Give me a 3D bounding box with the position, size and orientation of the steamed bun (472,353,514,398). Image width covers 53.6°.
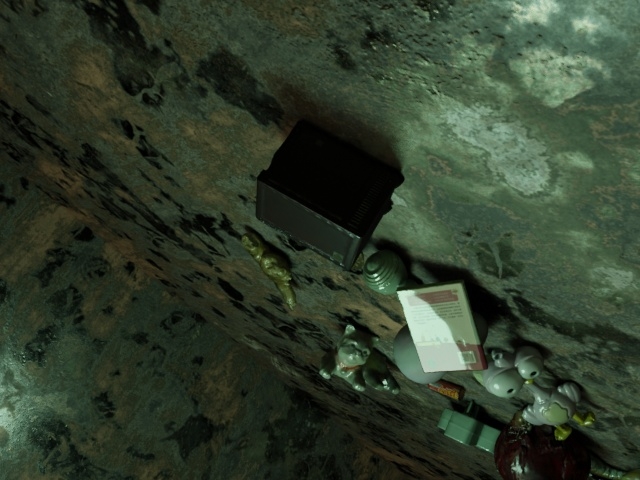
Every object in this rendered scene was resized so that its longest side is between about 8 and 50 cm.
[{"bbox_3d":[0.469,0.351,1.678,0.130,0.091,0.112,36,166,-9],"label":"steamed bun"}]

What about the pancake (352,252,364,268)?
[{"bbox_3d":[0.000,0.001,1.559,0.250,0.031,0.250,28,166,8],"label":"pancake"}]

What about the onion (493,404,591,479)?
[{"bbox_3d":[0.658,0.641,1.878,0.280,0.281,0.221,27,-160,15],"label":"onion"}]

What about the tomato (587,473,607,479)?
[{"bbox_3d":[0.844,0.851,2.066,0.334,0.176,0.289,13,162,42],"label":"tomato"}]

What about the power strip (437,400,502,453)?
[{"bbox_3d":[0.526,0.637,2.186,0.229,0.141,0.261,17,167,35],"label":"power strip"}]

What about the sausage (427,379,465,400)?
[{"bbox_3d":[0.407,0.485,2.099,0.145,0.048,0.050,14,146,43],"label":"sausage"}]

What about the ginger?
[{"bbox_3d":[-0.140,0.098,1.974,0.147,0.081,0.334,24,155,33],"label":"ginger"}]

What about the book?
[{"bbox_3d":[0.283,0.204,1.470,0.162,0.022,0.232,-11,108,29],"label":"book"}]

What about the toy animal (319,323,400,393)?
[{"bbox_3d":[0.162,0.402,2.155,0.307,0.188,0.266,22,179,-3],"label":"toy animal"}]

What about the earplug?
[{"bbox_3d":[0.324,0.251,1.601,0.172,0.172,0.301,34,151,-4],"label":"earplug"}]

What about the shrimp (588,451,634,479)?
[{"bbox_3d":[0.867,0.684,1.896,0.161,0.049,0.166,36,156,-15],"label":"shrimp"}]

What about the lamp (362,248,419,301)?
[{"bbox_3d":[0.179,0.095,1.541,0.106,0.106,0.193,8,157,46],"label":"lamp"}]

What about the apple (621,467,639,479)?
[{"bbox_3d":[0.940,0.690,1.727,0.265,0.120,0.193,42,169,-15],"label":"apple"}]

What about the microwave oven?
[{"bbox_3d":[0.010,-0.086,1.274,0.247,0.178,0.188,29,157,9],"label":"microwave oven"}]

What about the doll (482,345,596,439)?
[{"bbox_3d":[0.536,0.371,1.582,0.160,0.094,0.365,-40,118,22],"label":"doll"}]
